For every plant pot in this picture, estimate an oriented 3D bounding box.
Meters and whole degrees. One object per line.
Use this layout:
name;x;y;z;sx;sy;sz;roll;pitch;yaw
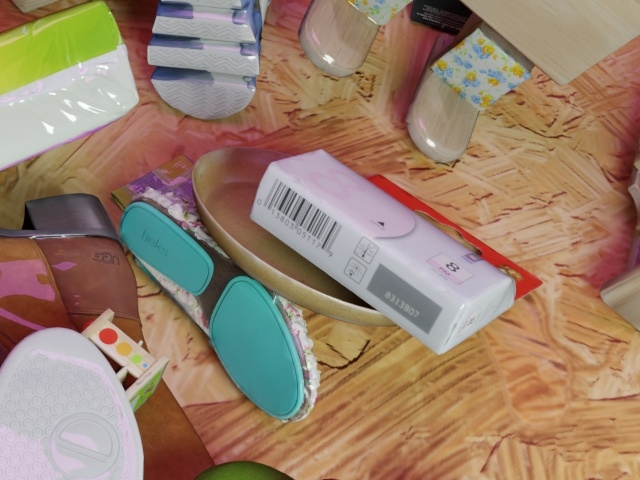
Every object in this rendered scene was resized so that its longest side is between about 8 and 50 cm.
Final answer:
plant pot;0.000;0.000;1.053;0.236;0.032;0.236;22;25;-10

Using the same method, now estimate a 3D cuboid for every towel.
towel;-0.135;-0.041;1.137;0.083;0.009;0.060;-30;62;-28

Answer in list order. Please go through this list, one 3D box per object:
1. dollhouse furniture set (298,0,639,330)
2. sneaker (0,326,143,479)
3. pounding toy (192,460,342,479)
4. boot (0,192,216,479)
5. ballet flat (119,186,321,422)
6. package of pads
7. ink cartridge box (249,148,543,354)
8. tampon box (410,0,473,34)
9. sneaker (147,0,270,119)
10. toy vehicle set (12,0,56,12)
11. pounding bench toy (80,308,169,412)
dollhouse furniture set;0.218;-0.150;1.068;0.394;0.362;0.256;37;48;-17
sneaker;-0.168;0.212;0.829;0.104;0.147;0.296;-4;69;-21
pounding toy;-0.001;0.238;0.809;0.110;0.183;0.237;-25;47;27
boot;-0.239;0.114;0.969;0.264;0.096;0.280;-10;60;-28
ballet flat;-0.067;0.042;1.041;0.241;0.091;0.077;49;28;22
package of pads;-0.312;-0.082;1.016;0.296;0.229;0.101;-26;101;-25
ink cartridge box;0.077;-0.009;1.046;0.189;0.066;0.232;35;30;18
tampon box;0.174;-0.293;1.322;0.120;0.101;0.161;19;51;6
sneaker;-0.091;-0.287;1.167;0.127;0.315;0.182;9;39;-2
toy vehicle set;-0.214;-0.351;1.301;0.166;0.035;0.267;-15;47;23
pounding bench toy;-0.161;0.100;0.914;0.065;0.052;0.083;38;51;7
